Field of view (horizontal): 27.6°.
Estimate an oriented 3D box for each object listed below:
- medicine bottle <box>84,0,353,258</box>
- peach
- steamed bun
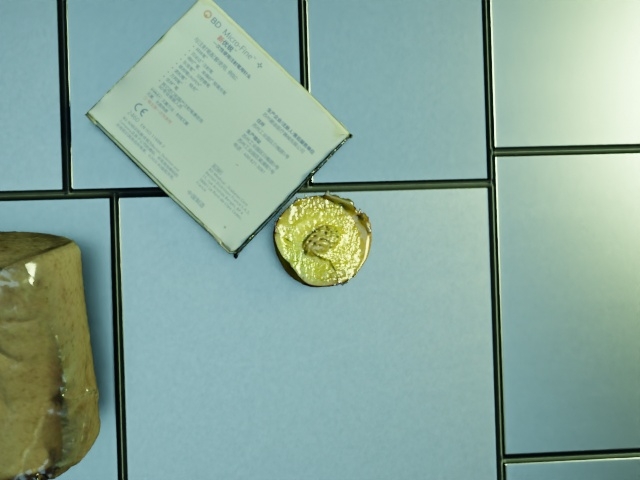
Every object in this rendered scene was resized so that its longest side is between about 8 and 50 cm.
[{"bbox_3d":[-0.096,-0.110,1.250,0.201,0.052,0.171,43,86,-3],"label":"medicine bottle"},{"bbox_3d":[-0.001,0.000,1.254,0.098,0.061,0.098,3,80,-15],"label":"peach"},{"bbox_3d":[-0.347,0.101,1.160,0.301,0.199,0.252,-5,107,3],"label":"steamed bun"}]
